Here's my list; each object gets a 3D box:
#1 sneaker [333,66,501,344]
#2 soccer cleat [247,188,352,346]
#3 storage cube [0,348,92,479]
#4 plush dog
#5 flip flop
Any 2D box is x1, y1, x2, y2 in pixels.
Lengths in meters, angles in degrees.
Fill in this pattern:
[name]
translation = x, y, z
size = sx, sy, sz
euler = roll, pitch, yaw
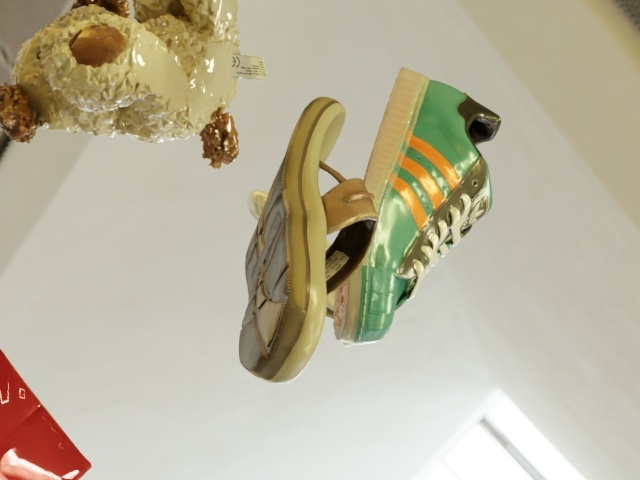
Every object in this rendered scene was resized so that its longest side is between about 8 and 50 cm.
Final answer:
[sneaker]
translation = 0.094, -0.029, 1.191
size = 0.121, 0.302, 0.108
euler = 17, -35, 1
[soccer cleat]
translation = -0.014, 0.024, 1.351
size = 0.196, 0.076, 0.068
euler = 43, -8, 16
[storage cube]
translation = -0.406, 0.248, 1.447
size = 0.183, 0.193, 0.215
euler = 54, -35, -12
[plush dog]
translation = -0.202, -0.171, 1.320
size = 0.225, 0.262, 0.210
euler = 7, -45, 30
[flip flop]
translation = 0.000, 0.000, 0.908
size = 0.080, 0.277, 0.112
euler = 17, -59, -10
